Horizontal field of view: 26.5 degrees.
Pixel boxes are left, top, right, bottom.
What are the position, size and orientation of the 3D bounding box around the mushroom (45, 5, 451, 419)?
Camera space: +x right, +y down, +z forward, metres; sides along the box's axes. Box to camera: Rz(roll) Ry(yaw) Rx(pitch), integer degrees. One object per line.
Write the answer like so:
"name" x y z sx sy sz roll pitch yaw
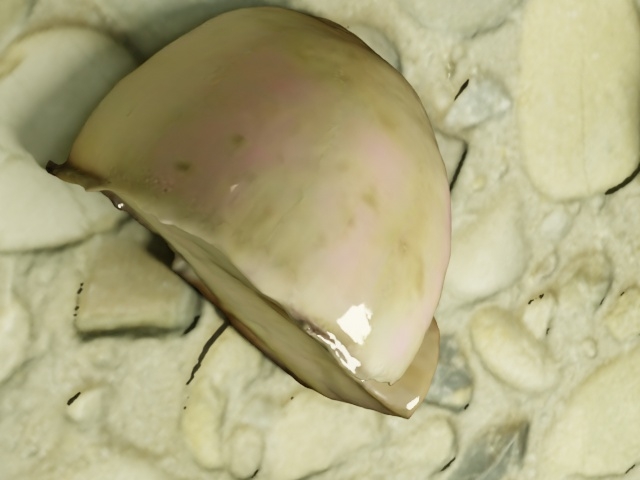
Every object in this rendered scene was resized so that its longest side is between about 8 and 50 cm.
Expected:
"mushroom" 0.019 -0.020 0.716 0.173 0.162 0.236 -53 127 -10
